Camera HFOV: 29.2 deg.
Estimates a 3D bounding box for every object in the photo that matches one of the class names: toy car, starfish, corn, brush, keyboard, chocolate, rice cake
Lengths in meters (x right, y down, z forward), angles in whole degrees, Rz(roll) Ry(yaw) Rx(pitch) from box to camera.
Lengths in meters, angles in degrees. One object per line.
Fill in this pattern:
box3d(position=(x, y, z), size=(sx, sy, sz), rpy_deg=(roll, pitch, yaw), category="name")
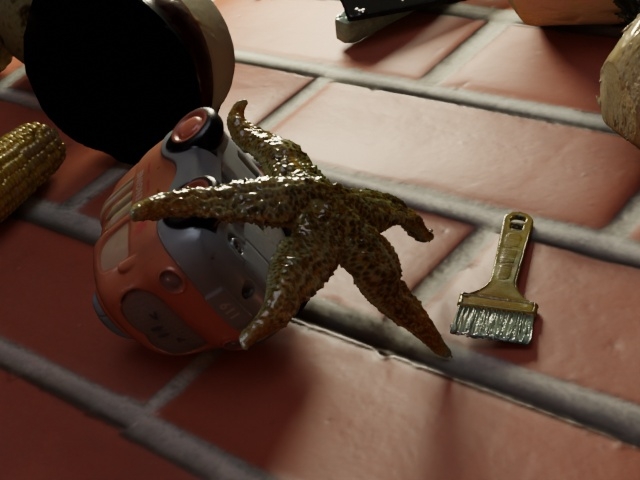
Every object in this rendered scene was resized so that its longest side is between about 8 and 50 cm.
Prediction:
box3d(position=(-0.146, 0.008, 1.325), size=(0.212, 0.180, 0.271), rpy_deg=(-29, 37, 17), category="toy car")
box3d(position=(0.001, -0.001, 1.174), size=(0.078, 0.347, 0.358), rpy_deg=(-48, 16, 29), category="starfish")
box3d(position=(-0.443, -0.070, 1.644), size=(0.093, 0.093, 0.244), rpy_deg=(8, 37, 33), category="corn")
box3d(position=(0.193, 0.033, 1.279), size=(0.082, 0.010, 0.218), rpy_deg=(6, 38, 16), category="brush")
box3d(position=(0.178, -0.387, 1.829), size=(0.309, 0.018, 0.101), rpy_deg=(-12, 54, -8), category="keyboard")
box3d(position=(-0.242, -0.256, 1.672), size=(0.283, 0.284, 0.186), rpy_deg=(2, 36, 27), category="chocolate")
box3d(position=(0.123, -0.364, 1.855), size=(0.245, 0.045, 0.042), rpy_deg=(-30, 49, -21), category="rice cake")

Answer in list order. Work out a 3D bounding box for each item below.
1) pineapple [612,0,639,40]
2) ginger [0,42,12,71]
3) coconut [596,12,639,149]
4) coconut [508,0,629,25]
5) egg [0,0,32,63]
box3d(position=(0.380, -0.230, 1.449), size=(0.074, 0.159, 0.074), rpy_deg=(-14, 31, 9), category="pineapple")
box3d(position=(-0.604, -0.286, 2.033), size=(0.115, 0.081, 0.205), rpy_deg=(26, 52, 32), category="ginger")
box3d(position=(0.404, -0.176, 1.334), size=(0.194, 0.194, 0.194), rpy_deg=(-12, 34, 8), category="coconut")
box3d(position=(0.340, -0.432, 1.658), size=(0.328, 0.329, 0.329), rpy_deg=(-12, 34, 8), category="coconut")
box3d(position=(-0.382, -0.414, 1.938), size=(0.287, 0.288, 0.379), rpy_deg=(-11, 39, 9), category="egg")
